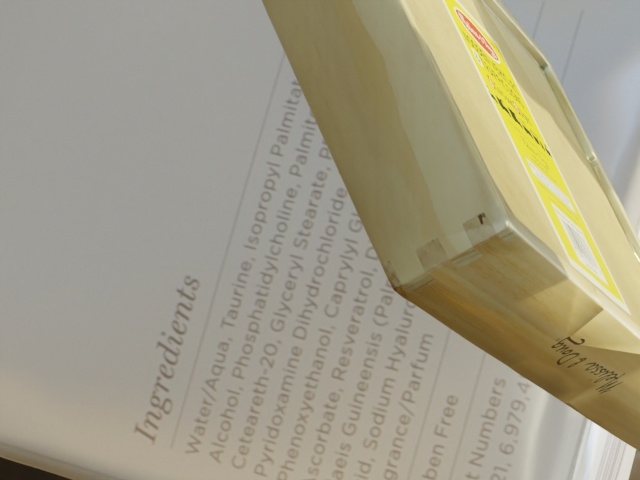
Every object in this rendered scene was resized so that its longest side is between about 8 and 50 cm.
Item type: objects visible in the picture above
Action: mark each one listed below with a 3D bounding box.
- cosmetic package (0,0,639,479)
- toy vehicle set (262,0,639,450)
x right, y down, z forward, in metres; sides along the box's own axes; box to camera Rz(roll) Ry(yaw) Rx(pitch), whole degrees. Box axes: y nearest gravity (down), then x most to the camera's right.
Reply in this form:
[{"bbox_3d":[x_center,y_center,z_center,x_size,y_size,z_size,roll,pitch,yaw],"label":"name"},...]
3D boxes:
[{"bbox_3d":[0.000,0.000,1.148,0.393,0.327,0.329,16,-2,14],"label":"cosmetic package"},{"bbox_3d":[0.054,-0.031,0.648,0.035,0.166,0.267,-29,-25,14],"label":"toy vehicle set"}]
